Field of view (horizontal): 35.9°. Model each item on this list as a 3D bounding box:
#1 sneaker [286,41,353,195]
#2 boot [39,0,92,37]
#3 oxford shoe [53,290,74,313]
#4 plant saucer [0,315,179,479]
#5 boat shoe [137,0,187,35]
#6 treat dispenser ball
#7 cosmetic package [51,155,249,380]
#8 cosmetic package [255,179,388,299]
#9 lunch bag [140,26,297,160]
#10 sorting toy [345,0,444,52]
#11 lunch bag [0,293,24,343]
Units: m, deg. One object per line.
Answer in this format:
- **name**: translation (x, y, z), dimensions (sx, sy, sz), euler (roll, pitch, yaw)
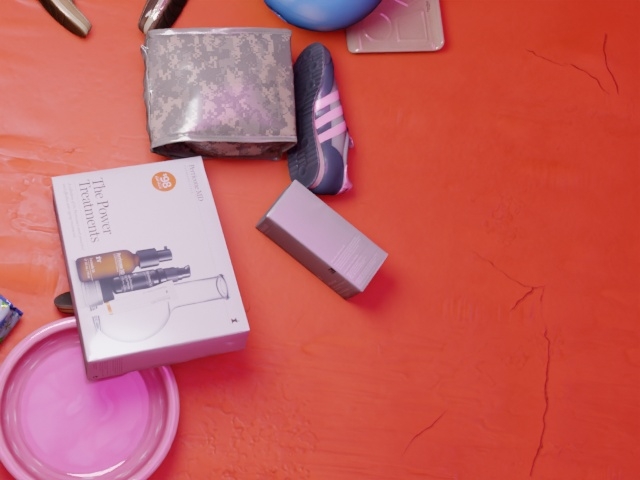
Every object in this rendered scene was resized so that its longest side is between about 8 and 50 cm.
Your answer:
- **sneaker**: translation (0.006, -0.239, 1.996), dimensions (0.131, 0.112, 0.319), euler (17, 68, -41)
- **boot**: translation (-0.479, -0.514, 1.921), dimensions (0.165, 0.077, 0.213), euler (-43, 89, -19)
- **oxford shoe**: translation (-0.387, 0.133, 1.834), dimensions (0.212, 0.076, 0.076), euler (4, 116, -5)
- **plant saucer**: translation (-0.423, 0.304, 1.783), dimensions (0.332, 0.084, 0.332), euler (3, 79, -14)
- **boat shoe**: translation (-0.306, -0.517, 1.966), dimensions (0.095, 0.095, 0.257), euler (26, 68, 6)
- **treat dispenser ball**: translation (0.004, -0.555, 1.938), dimensions (0.288, 0.288, 0.288), euler (3, 79, -14)
- **cosmetic package**: translation (-0.313, 0.041, 1.792), dimensions (0.284, 0.097, 0.377), euler (-9, 63, -19)
- **cosmetic package**: translation (0.000, 0.000, 1.924), dimensions (0.238, 0.127, 0.107), euler (36, 73, -4)
- **lunch bag**: translation (-0.202, -0.279, 1.901), dimensions (0.287, 0.169, 0.235), euler (0, 80, -19)
- **sorting toy**: translation (0.149, -0.490, 2.100), dimensions (0.208, 0.038, 0.193), euler (-5, 81, -11)
- **lunch bag**: translation (-0.633, 0.131, 1.760), dimensions (0.151, 0.096, 0.129), euler (33, 74, 13)
